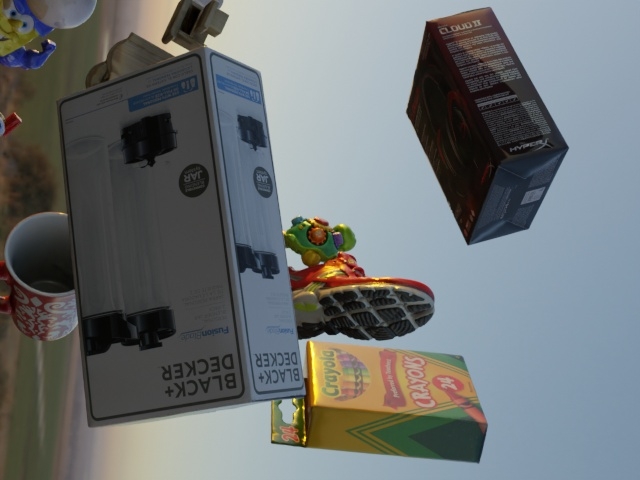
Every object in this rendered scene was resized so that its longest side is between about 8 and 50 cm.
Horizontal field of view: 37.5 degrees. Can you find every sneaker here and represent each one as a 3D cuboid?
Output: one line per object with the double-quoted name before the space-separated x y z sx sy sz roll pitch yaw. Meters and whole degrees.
"sneaker" 0.037 0.065 1.320 0.107 0.279 0.118 57 45 -36

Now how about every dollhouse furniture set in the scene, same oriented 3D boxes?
"dollhouse furniture set" -0.156 -0.211 0.978 0.182 0.101 0.161 -9 -123 64

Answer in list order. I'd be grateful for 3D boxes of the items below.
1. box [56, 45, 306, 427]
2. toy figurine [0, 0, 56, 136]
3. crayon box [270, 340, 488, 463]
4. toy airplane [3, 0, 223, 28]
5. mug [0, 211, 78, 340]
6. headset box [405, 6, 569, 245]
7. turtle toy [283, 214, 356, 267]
"box" -0.121 0.003 0.799 0.087 0.169 0.290 10 70 -62
"toy figurine" -0.518 -0.357 1.417 0.191 0.217 0.362 45 -8 44
"crayon box" 0.083 0.247 1.474 0.202 0.318 0.081 -98 -165 -66
"toy airplane" -0.278 -0.385 1.198 0.386 0.384 0.273 78 29 -78
"mug" -0.359 0.048 1.187 0.169 0.150 0.113 122 -19 -57
"headset box" 0.226 -0.177 1.381 0.218 0.110 0.293 98 -25 -61
"turtle toy" 0.000 0.000 1.416 0.095 0.130 0.066 34 -75 42
